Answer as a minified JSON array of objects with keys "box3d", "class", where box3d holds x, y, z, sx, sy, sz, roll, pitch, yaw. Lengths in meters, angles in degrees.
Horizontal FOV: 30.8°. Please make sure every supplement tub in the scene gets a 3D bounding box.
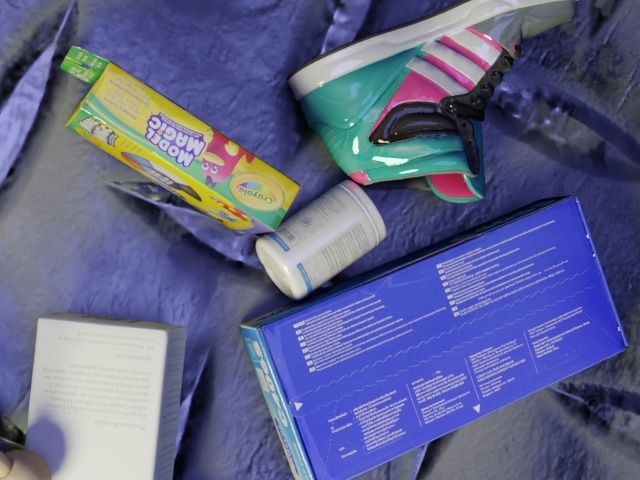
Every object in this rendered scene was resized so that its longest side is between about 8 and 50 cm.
[{"box3d":[0.000,0.000,1.083,0.107,0.071,0.071,-34,99,-15],"class":"supplement tub"}]

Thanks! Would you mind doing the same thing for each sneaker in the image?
[{"box3d":[0.135,-0.128,1.098,0.295,0.124,0.179,-22,91,-9],"class":"sneaker"}]

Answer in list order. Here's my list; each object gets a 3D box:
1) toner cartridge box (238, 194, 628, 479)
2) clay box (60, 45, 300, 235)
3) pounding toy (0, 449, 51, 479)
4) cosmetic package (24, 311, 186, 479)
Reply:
[{"box3d":[0.112,0.092,1.115,0.347,0.075,0.165,-21,94,-17],"class":"toner cartridge box"},{"box3d":[-0.135,-0.082,1.012,0.222,0.127,0.053,31,79,-14],"class":"clay box"},{"box3d":[-0.348,0.161,0.943,0.236,0.110,0.183,-17,130,17],"class":"pounding toy"},{"box3d":[-0.187,0.182,0.997,0.117,0.085,0.231,6,89,6],"class":"cosmetic package"}]
